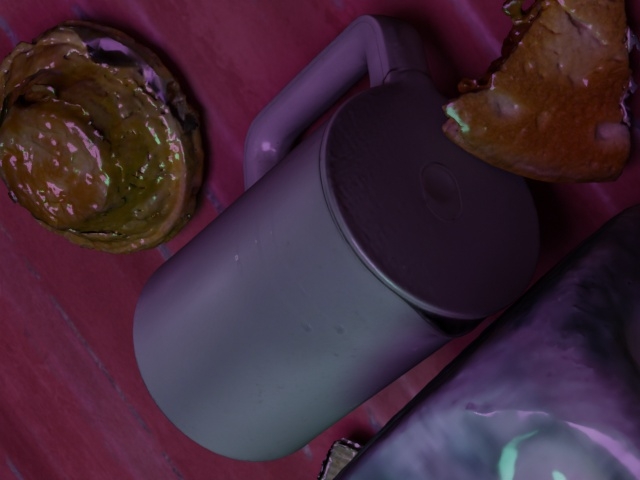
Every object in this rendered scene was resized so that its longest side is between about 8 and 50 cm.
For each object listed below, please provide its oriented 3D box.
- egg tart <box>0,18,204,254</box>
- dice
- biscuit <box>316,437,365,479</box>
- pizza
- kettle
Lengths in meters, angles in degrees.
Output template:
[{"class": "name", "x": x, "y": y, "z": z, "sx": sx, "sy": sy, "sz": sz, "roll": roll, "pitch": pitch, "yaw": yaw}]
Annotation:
[{"class": "egg tart", "x": -0.223, "y": -0.087, "z": 1.364, "sx": 0.241, "sy": 0.106, "sz": 0.241, "roll": 12, "pitch": 118, "yaw": 24}, {"class": "dice", "x": 0.216, "y": 0.202, "z": 1.055, "sx": 0.330, "sy": 0.348, "sz": 0.328, "roll": 46, "pitch": 127, "yaw": 5}, {"class": "biscuit", "x": 0.040, "y": 0.322, "z": 1.358, "sx": 0.147, "sy": 0.046, "sz": 0.250, "roll": 20, "pitch": 95, "yaw": 26}, {"class": "pizza", "x": 0.172, "y": -0.142, "z": 1.084, "sx": 0.154, "sy": 0.069, "sz": 0.194, "roll": 13, "pitch": 99, "yaw": -14}, {"class": "kettle", "x": 0.012, "y": 0.011, "z": 1.192, "sx": 0.205, "sy": 0.265, "sz": 0.318, "roll": 34, "pitch": 141, "yaw": -13}]
